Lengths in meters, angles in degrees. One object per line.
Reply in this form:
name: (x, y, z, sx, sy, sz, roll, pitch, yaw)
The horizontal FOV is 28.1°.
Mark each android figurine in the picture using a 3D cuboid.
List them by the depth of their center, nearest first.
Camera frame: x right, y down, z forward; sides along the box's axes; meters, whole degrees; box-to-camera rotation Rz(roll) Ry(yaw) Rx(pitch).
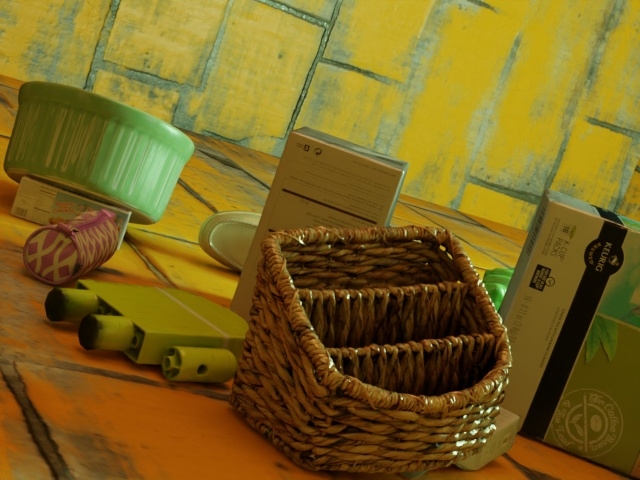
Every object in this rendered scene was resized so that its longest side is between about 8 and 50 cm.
android figurine: (-0.197, 0.107, 1.584, 0.273, 0.056, 0.248, 10, 14, -46)

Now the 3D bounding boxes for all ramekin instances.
ramekin: (-0.374, -0.136, 2.114, 0.303, 0.148, 0.303, 17, -9, 3)

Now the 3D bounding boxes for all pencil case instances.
pencil case: (-0.343, 0.005, 1.774, 0.086, 0.088, 0.206, 22, 9, 2)

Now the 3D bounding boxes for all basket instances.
basket: (0.079, 0.120, 1.440, 0.299, 0.223, 0.213, 0, 21, -37)

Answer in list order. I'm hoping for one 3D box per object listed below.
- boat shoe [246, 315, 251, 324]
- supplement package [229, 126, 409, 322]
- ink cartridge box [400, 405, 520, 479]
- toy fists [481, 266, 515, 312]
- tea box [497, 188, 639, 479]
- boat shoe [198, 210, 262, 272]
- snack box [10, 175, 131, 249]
boat shoe: (0.029, 0.151, 1.718, 0.267, 0.096, 0.088, 24, 2, -28)
supplement package: (0.000, 0.000, 1.875, 0.175, 0.293, 0.177, 20, 10, 3)
ink cartridge box: (0.106, 0.233, 1.582, 0.189, 0.066, 0.232, 26, 32, 34)
toy fists: (0.351, 0.117, 2.400, 0.096, 0.142, 0.279, 24, 10, 25)
tea box: (0.422, 0.137, 1.860, 0.323, 0.329, 0.220, 20, 9, 5)
boat shoe: (-0.059, 0.033, 2.157, 0.302, 0.109, 0.098, 23, 7, -17)
snack box: (-0.393, -0.043, 2.015, 0.178, 0.064, 0.022, 19, 9, -8)
